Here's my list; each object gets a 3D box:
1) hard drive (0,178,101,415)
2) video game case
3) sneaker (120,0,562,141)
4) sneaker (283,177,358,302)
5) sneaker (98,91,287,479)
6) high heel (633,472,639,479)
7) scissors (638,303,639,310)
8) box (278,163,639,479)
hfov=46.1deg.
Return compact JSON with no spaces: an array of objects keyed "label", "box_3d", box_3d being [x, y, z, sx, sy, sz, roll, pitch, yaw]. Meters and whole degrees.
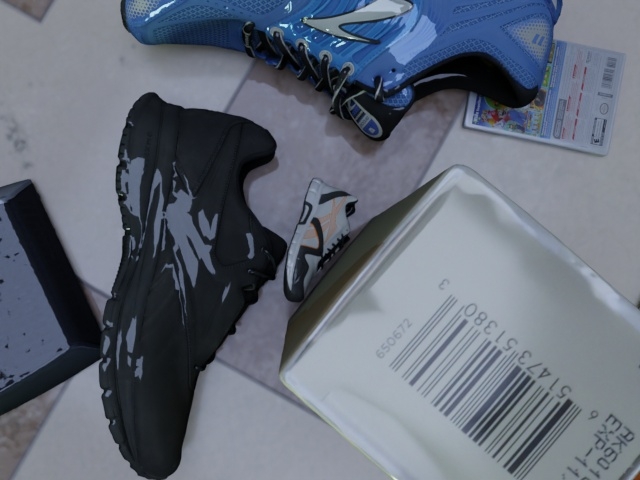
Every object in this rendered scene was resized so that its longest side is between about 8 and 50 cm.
[{"label":"hard drive","box_3d":[-0.312,0.072,0.571,0.255,0.054,0.172,-25,89,-3]},{"label":"video game case","box_3d":[0.185,-0.124,0.621,0.122,0.011,0.087,11,88,-2]},{"label":"sneaker","box_3d":[0.017,-0.152,0.556,0.330,0.130,0.147,2,88,0]},{"label":"sneaker","box_3d":[0.000,0.000,0.576,0.044,0.040,0.109,18,61,1]},{"label":"sneaker","box_3d":[-0.093,0.035,0.561,0.130,0.109,0.286,5,89,-8]},{"label":"high heel","box_3d":[0.200,0.241,0.589,0.244,0.082,0.117,-3,120,-16]},{"label":"scissors","box_3d":[0.312,-0.005,0.616,0.109,0.021,0.297,13,86,-4]},{"label":"box","box_3d":[0.067,0.061,0.458,0.148,0.311,0.121,40,87,1]}]
